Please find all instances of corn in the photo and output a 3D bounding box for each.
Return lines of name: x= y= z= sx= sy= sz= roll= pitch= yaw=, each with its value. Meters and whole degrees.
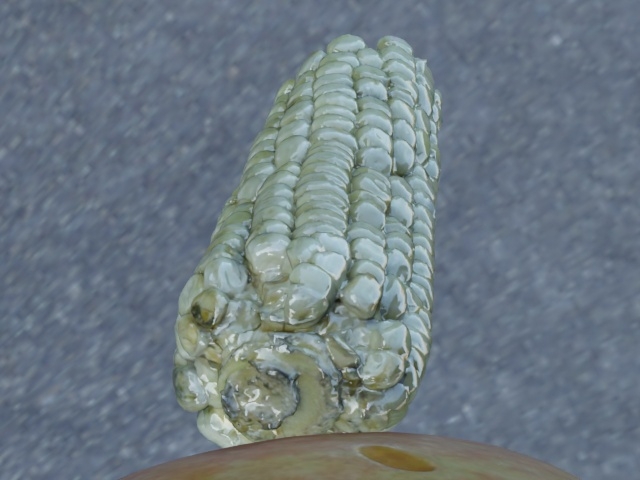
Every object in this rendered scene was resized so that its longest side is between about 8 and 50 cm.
corn: x=0.000 y=0.000 z=0.705 sx=0.087 sy=0.087 sz=0.211 roll=34 pitch=28 yaw=-13

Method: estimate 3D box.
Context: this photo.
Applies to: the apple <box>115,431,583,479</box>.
apple: x=0.005 y=0.131 z=0.395 sx=0.173 sy=0.188 sz=0.188 roll=-13 pitch=77 yaw=-7
